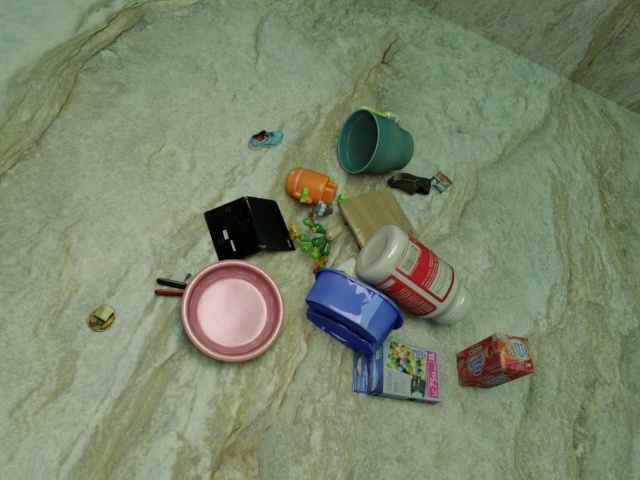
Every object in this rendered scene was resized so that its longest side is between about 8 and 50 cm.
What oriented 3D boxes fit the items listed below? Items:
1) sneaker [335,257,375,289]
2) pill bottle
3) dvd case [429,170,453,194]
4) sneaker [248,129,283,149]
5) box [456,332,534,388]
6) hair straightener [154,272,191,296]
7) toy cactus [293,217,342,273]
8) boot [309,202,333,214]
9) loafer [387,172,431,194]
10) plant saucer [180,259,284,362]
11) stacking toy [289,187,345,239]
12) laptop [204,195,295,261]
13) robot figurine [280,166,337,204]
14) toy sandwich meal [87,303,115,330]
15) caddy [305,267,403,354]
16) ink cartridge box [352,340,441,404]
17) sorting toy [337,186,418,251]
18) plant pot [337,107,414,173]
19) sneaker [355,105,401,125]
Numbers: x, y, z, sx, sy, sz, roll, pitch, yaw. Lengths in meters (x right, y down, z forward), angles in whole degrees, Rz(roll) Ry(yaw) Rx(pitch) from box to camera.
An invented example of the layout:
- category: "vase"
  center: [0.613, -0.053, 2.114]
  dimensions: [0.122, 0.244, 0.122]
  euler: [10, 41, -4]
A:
- category: "sneaker"
  center: [0.138, 0.171, 1.639]
  dimensions: [0.094, 0.080, 0.212]
  euler: [-29, 67, -17]
- category: "pill bottle"
  center: [0.347, 0.139, 1.593]
  dimensions: [0.408, 0.229, 0.228]
  euler: [35, 55, -18]
- category: "dvd case"
  center: [0.564, -0.274, 2.067]
  dimensions: [0.087, 0.013, 0.119]
  euler: [45, 56, 10]
- category: "sneaker"
  center: [-0.225, -0.435, 1.852]
  dimensions: [0.162, 0.073, 0.063]
  euler: [-26, 72, -29]
- category: "box"
  center: [0.602, 0.428, 1.530]
  dimensions: [0.128, 0.256, 0.122]
  euler: [11, 57, -13]
- category: "hair straightener"
  center: [-0.431, 0.144, 1.465]
  dimensions: [0.231, 0.047, 0.088]
  euler: [5, 60, -16]
- category: "toy cactus"
  center: [0.000, 0.000, 1.631]
  dimensions: [0.181, 0.112, 0.218]
  euler: [-30, 107, -24]
- category: "boot"
  center: [0.001, -0.120, 1.726]
  dimensions: [0.087, 0.118, 0.042]
  euler: [-3, 82, -6]
- category: "loafer"
  center: [0.405, -0.247, 1.956]
  dimensions: [0.220, 0.080, 0.078]
  euler: [3, 60, -18]
- category: "plant saucer"
  center: [-0.285, 0.229, 1.423]
  dimensions: [0.333, 0.084, 0.331]
  euler: [8, 67, -21]
- category: "stacking toy"
  center: [-0.012, -0.091, 1.644]
  dimensions: [0.167, 0.221, 0.052]
  euler: [4, 38, -23]
- category: "laptop"
  center: [-0.265, -0.033, 1.645]
  dimensions: [0.265, 0.136, 0.234]
  euler: [-23, 68, -1]
- category: "robot figurine"
  center: [-0.046, -0.217, 1.745]
  dimensions: [0.220, 0.128, 0.157]
  euler: [19, 79, 7]
- category: "toy sandwich meal"
  center: [-0.671, 0.236, 1.340]
  dimensions: [0.086, 0.029, 0.085]
  euler: [8, 59, -14]
- category: "caddy"
  center: [0.110, 0.225, 1.474]
  dimensions: [0.342, 0.241, 0.179]
  euler: [28, 60, 16]
- category: "ink cartridge box"
  center: [0.267, 0.452, 1.522]
  dimensions: [0.312, 0.065, 0.185]
  euler: [12, 58, -10]
- category: "sorting toy"
  center: [0.222, -0.065, 1.784]
  dimensions: [0.256, 0.089, 0.257]
  euler: [-18, 69, -26]
- category: "plant pot"
  center: [0.258, -0.415, 1.907]
  dimensions: [0.255, 0.272, 0.271]
  euler: [2, 60, -34]
- category: "sneaker"
  center: [0.275, -0.558, 2.102]
  dimensions: [0.240, 0.091, 0.126]
  euler: [10, 77, -14]
